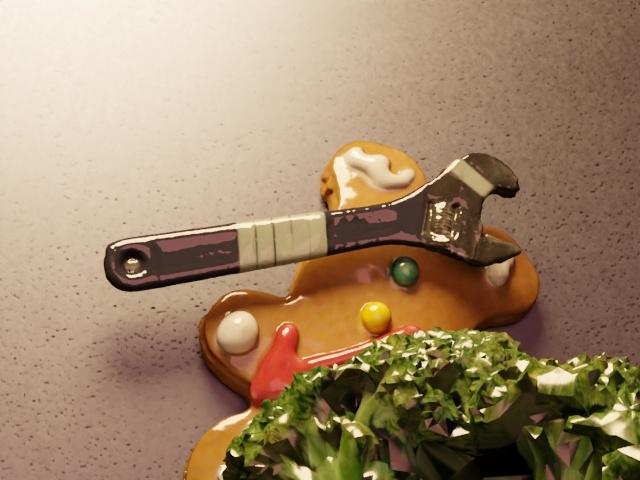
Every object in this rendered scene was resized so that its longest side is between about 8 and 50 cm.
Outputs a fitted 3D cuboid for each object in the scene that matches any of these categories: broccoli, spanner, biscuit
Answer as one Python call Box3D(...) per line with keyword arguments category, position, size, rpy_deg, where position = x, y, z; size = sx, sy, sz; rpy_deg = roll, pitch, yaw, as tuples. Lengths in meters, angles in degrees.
Box3D(category="broccoli", position=(0.089, 0.236, 1.190), size=(0.310, 0.413, 0.321), rpy_deg=(19, 22, -39))
Box3D(category="spanner", position=(0.000, 0.000, 1.371), size=(0.315, 0.024, 0.087), rpy_deg=(-10, 71, -15))
Box3D(category="biscuit", position=(0.021, 0.093, 1.371), size=(0.216, 0.047, 0.340), rpy_deg=(36, 66, 5))
